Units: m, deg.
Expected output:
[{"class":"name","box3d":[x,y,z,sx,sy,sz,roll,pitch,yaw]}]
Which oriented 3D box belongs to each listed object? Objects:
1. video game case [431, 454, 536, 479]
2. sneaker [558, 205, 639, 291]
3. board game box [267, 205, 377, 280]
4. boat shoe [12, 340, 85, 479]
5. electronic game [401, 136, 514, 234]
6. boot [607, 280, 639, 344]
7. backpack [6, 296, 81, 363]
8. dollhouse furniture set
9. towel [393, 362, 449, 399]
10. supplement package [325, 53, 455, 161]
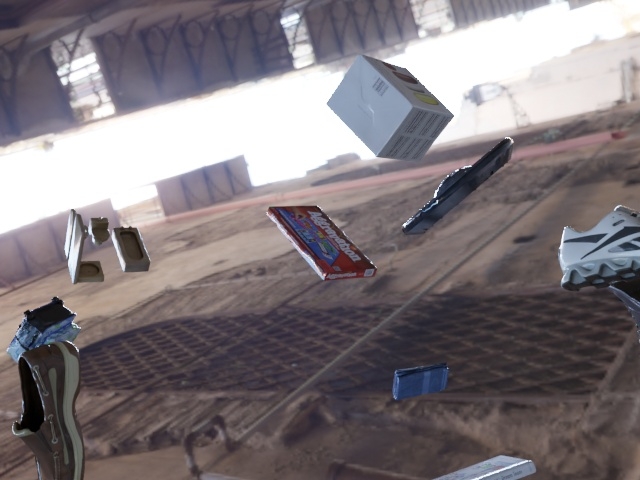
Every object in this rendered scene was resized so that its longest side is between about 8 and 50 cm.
[{"class":"video game case","box3d":[0.208,0.331,1.054,0.157,0.143,0.019,98,154,-77]},{"class":"sneaker","box3d":[0.603,-0.007,1.405,0.122,0.330,0.146,35,-130,-55]},{"class":"board game box","box3d":[0.000,0.000,1.793,0.145,0.281,0.027,-2,-56,-35]},{"class":"boat shoe","box3d":[-0.425,0.286,1.161,0.095,0.095,0.258,-2,-91,-50]},{"class":"electronic game","box3d":[0.223,-0.087,1.243,0.048,0.229,0.229,50,-140,5]},{"class":"boot","box3d":[0.792,0.218,1.867,0.091,0.263,0.229,-15,-72,-9]},{"class":"backpack","box3d":[-0.489,0.174,1.341,0.084,0.114,0.105,43,-159,4]},{"class":"dollhouse furniture set","box3d":[-0.406,-0.012,1.471,0.151,0.123,0.144,-1,-141,-29]},{"class":"towel","box3d":[0.205,0.288,1.559,0.119,0.029,0.067,-7,-60,-21]},{"class":"supplement package","box3d":[0.164,-0.304,1.770,0.203,0.149,0.194,-3,-133,-54]}]
